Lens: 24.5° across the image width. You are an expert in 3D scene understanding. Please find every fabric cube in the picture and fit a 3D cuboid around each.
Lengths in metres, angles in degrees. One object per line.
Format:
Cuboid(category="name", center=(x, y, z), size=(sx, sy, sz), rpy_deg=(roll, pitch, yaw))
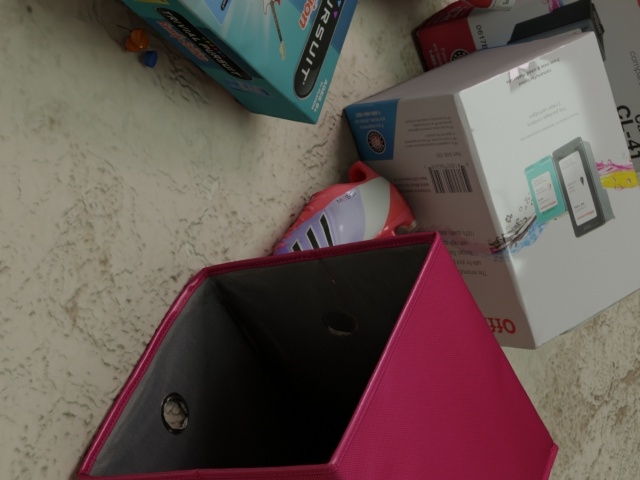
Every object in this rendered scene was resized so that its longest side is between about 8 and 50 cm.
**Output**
Cuboid(category="fabric cube", center=(0.008, 0.181, 1.229), size=(0.258, 0.259, 0.254), rpy_deg=(58, 41, -31))

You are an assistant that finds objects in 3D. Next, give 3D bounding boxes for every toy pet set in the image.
Cuboid(category="toy pet set", center=(-0.165, -0.233, 1.274), size=(0.114, 0.065, 0.122), rpy_deg=(70, 37, -67))

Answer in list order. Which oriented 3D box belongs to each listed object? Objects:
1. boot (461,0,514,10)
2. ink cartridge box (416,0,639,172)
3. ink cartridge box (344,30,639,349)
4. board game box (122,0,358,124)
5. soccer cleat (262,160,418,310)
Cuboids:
Cuboid(category="boot", center=(0.111, -0.334, 1.639), size=(0.244, 0.176, 0.088), rpy_deg=(-101, -161, -59))
Cuboid(category="ink cartridge box", center=(0.292, -0.185, 1.657), size=(0.131, 0.306, 0.226), rpy_deg=(-39, 112, -51))
Cuboid(category="ink cartridge box", center=(0.191, -0.051, 1.536), size=(0.197, 0.198, 0.270), rpy_deg=(-26, 104, -29))
Cuboid(category="board game box", center=(-0.059, -0.279, 1.272), size=(0.336, 0.079, 0.254), rpy_deg=(36, 71, -61))
Cuboid(category="soccer cleat", center=(0.000, 0.000, 1.427), size=(0.095, 0.083, 0.248), rpy_deg=(49, 43, 7))
